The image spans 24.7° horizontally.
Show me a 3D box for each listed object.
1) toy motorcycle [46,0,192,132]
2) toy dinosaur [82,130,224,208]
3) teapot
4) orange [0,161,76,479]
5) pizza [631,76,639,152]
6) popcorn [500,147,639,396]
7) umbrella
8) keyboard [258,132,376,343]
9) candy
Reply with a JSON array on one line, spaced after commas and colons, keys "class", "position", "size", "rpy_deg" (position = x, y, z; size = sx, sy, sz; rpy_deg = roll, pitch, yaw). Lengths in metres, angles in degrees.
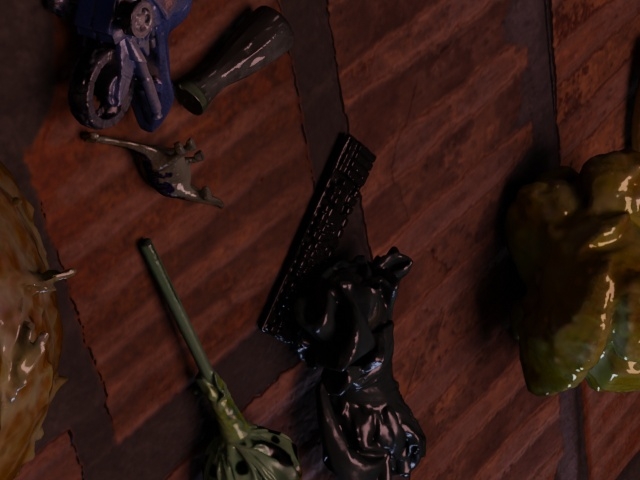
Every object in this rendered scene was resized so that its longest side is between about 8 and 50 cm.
[{"class": "toy motorcycle", "position": [-0.129, -0.177, 1.045], "size": [0.114, 0.076, 0.205], "rpy_deg": [-7, 112, -62]}, {"class": "toy dinosaur", "position": [-0.109, -0.054, 1.136], "size": [0.180, 0.058, 0.037], "rpy_deg": [41, 49, -48]}, {"class": "teapot", "position": [-0.072, -0.141, 1.160], "size": [0.110, 0.043, 0.043], "rpy_deg": [-43, 135, -27]}, {"class": "orange", "position": [-0.290, 0.030, 0.715], "size": [0.329, 0.329, 0.249], "rpy_deg": [-10, 131, -50]}, {"class": "pizza", "position": [0.488, -0.101, 1.748], "size": [0.089, 0.223, 0.323], "rpy_deg": [-84, 163, -61]}, {"class": "popcorn", "position": [0.315, 0.042, 1.595], "size": [0.225, 0.276, 0.276], "rpy_deg": [-7, 116, -11]}, {"class": "umbrella", "position": [0.049, 0.166, 1.399], "size": [0.143, 0.094, 0.349], "rpy_deg": [-35, 134, -34]}, {"class": "keyboard", "position": [0.000, 0.000, 1.329], "size": [0.060, 0.018, 0.195], "rpy_deg": [31, 81, -57]}, {"class": "candy", "position": [-0.095, 0.125, 1.231], "size": [0.091, 0.083, 0.305], "rpy_deg": [-49, 131, -35]}]
